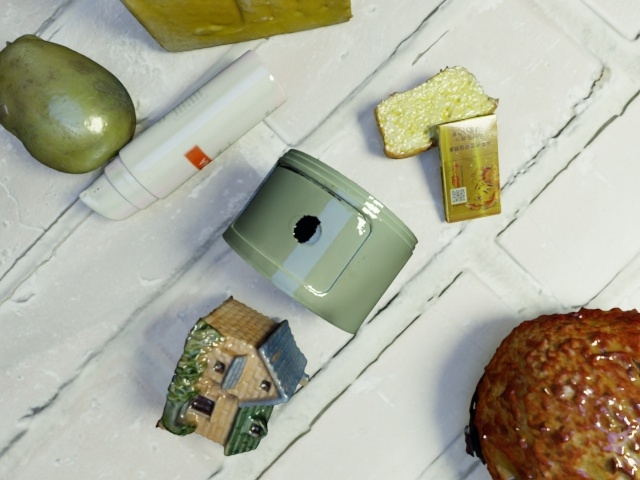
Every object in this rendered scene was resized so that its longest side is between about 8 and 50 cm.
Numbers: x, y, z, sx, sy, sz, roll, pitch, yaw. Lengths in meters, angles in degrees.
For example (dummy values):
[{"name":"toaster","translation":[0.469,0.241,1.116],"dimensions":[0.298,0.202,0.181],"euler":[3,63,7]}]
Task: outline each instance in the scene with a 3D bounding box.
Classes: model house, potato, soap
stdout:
[{"name":"model house","translation":[-0.111,0.207,0.627],"dimensions":[0.172,0.166,0.183],"euler":[25,99,2]},{"name":"potato","translation":[-0.413,-0.221,0.683],"dimensions":[0.251,0.159,0.174],"euler":[45,62,2]},{"name":"soap","translation":[-0.122,-0.415,0.605],"dimensions":[0.335,0.293,0.156],"euler":[-8,88,3]}]

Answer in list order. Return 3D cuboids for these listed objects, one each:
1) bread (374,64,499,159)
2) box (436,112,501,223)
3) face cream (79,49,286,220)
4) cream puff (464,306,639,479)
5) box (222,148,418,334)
[{"name":"bread","translation":[0.174,-0.199,0.680],"dimensions":[0.187,0.065,0.103],"euler":[-28,86,6]},{"name":"box","translation":[0.228,-0.107,0.660],"dimensions":[0.089,0.022,0.156],"euler":[-12,110,5]},{"name":"face cream","translation":[-0.216,-0.156,0.686],"dimensions":[0.345,0.102,0.102],"euler":[-38,84,1]},{"name":"cream puff","translation":[0.376,0.244,0.552],"dimensions":[0.350,0.228,0.350],"euler":[0,87,2]},{"name":"box","translation":[0.000,0.000,0.596],"dimensions":[0.226,0.226,0.149],"euler":[36,89,6]}]
